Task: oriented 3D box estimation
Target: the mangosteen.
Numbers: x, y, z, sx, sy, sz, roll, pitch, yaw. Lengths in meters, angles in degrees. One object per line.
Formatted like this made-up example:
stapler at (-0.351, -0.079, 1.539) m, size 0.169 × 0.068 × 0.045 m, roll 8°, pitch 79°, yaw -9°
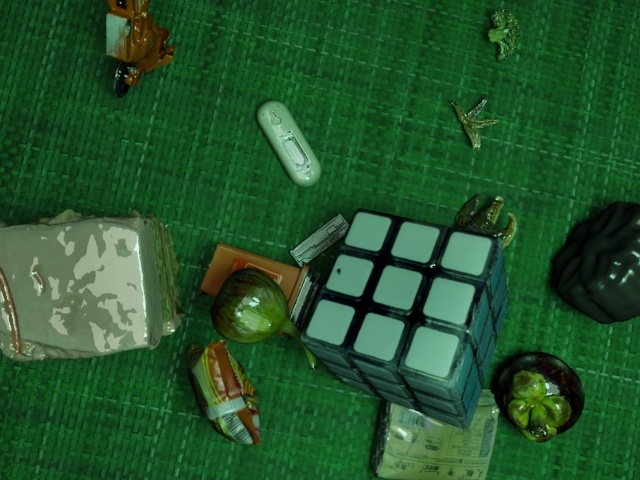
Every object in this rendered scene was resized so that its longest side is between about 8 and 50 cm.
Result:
mangosteen at (0.485, 0.354, 1.335) m, size 0.192 × 0.217 × 0.192 m, roll 4°, pitch 107°, yaw 12°

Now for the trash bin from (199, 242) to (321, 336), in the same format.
trash bin at (-0.126, 0.102, 1.324) m, size 0.238 × 0.184 × 0.161 m, roll 21°, pitch 84°, yaw 7°

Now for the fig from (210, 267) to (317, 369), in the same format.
fig at (-0.093, 0.161, 1.166) m, size 0.245 × 0.149 × 0.149 m, roll 35°, pitch 84°, yaw -3°

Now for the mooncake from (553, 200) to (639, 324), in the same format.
mooncake at (0.650, 0.040, 1.344) m, size 0.141 × 0.283 × 0.283 m, roll 31°, pitch 84°, yaw -9°

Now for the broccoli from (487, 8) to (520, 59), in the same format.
broccoli at (0.437, -0.494, 1.457) m, size 0.091 × 0.097 × 0.095 m, roll -12°, pitch 57°, yaw -12°

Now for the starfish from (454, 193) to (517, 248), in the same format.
starfish at (0.335, -0.008, 1.395) m, size 0.238 × 0.215 × 0.071 m, roll -60°, pitch 136°, yaw -28°

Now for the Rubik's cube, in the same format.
Rubik's cube at (0.183, 0.156, 1.200) m, size 0.303 × 0.305 × 0.301 m, roll 13°, pitch 67°, yaw 28°

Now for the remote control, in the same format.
remote control at (-0.073, -0.226, 1.404) m, size 0.078 × 0.042 × 0.222 m, roll -30°, pitch 90°, yaw -6°

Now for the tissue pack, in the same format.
tissue pack at (0.257, 0.433, 1.347) m, size 0.256 × 0.123 × 0.215 m, roll 9°, pitch 99°, yaw -4°

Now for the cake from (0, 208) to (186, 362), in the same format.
cake at (-0.451, 0.090, 1.214) m, size 0.314 × 0.307 × 0.293 m, roll -8°, pitch 89°, yaw -6°

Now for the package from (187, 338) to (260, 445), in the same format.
package at (-0.206, 0.307, 1.233) m, size 0.108 × 0.288 × 0.224 m, roll -23°, pitch 85°, yaw -25°

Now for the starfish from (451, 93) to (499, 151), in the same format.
starfish at (0.358, -0.294, 1.451) m, size 0.130 × 0.041 × 0.133 m, roll 33°, pitch 77°, yaw -11°

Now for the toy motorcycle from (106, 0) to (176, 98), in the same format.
toy motorcycle at (-0.388, -0.477, 1.287) m, size 0.147 × 0.221 × 0.326 m, roll 17°, pitch 130°, yaw -2°

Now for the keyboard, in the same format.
keyboard at (0.000, 0.000, 1.412) m, size 0.155 × 0.010 × 0.053 m, roll -36°, pitch 89°, yaw -7°
